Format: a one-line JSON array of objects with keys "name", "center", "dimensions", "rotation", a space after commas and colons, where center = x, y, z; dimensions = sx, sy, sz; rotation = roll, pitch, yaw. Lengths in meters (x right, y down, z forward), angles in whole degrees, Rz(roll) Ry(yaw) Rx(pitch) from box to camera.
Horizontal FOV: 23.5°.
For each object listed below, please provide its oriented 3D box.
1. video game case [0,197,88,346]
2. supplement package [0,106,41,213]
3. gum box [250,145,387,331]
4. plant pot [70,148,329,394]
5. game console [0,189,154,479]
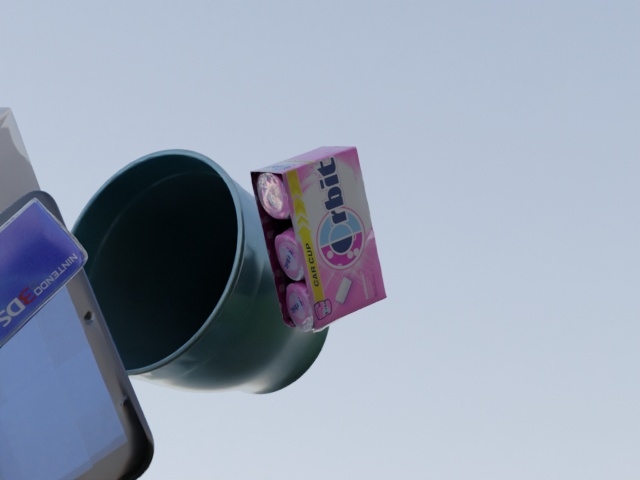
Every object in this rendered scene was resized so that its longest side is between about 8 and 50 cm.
[{"name": "video game case", "center": [-0.299, 0.110, 1.025], "dimensions": [0.061, 0.269, 0.244], "rotation": [48, -34, -8]}, {"name": "supplement package", "center": [-0.453, -0.063, 1.715], "dimensions": [0.244, 0.139, 0.134], "rotation": [3, -57, 30]}, {"name": "gum box", "center": [0.000, 0.000, 1.692], "dimensions": [0.107, 0.188, 0.062], "rotation": [-22, 16, -36]}, {"name": "plant pot", "center": [-0.127, 0.063, 1.834], "dimensions": [0.272, 0.271, 0.255], "rotation": [-27, -33, 25]}, {"name": "game console", "center": [-0.320, 0.122, 1.286], "dimensions": [0.250, 0.293, 0.173], "rotation": [-6, -34, -35]}]
